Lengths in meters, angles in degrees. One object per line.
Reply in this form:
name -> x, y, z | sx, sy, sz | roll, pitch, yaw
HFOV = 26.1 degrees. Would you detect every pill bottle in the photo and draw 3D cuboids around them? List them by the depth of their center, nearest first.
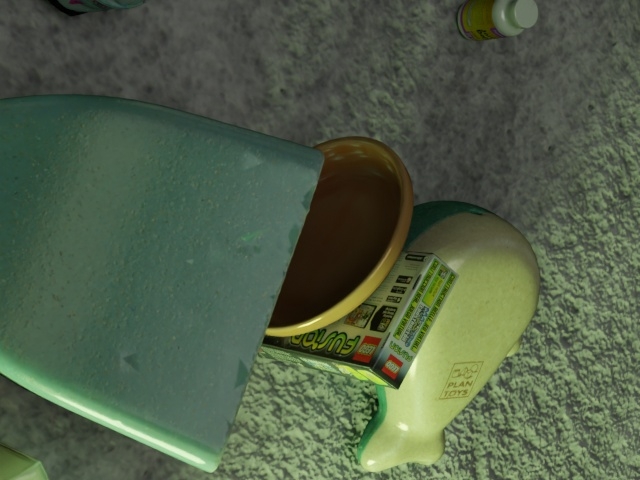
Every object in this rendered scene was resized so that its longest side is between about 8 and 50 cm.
pill bottle -> 0.177, -0.223, 1.373 | 0.043, 0.083, 0.043 | -2, 93, -32

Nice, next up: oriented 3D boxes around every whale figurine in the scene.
whale figurine -> 0.097, 0.088, 1.328 | 0.216, 0.141, 0.272 | -2, 117, -38

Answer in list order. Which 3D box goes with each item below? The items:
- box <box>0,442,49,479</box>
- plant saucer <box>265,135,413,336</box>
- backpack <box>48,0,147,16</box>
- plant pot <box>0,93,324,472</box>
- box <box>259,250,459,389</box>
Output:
box -> -0.245, 0.333, 1.103 | 0.148, 0.121, 0.311 | -27, 106, -29
plant saucer -> 0.000, 0.000, 1.204 | 0.037, 0.200, 0.200 | 44, 69, -38
backpack -> -0.194, -0.270, 1.113 | 0.152, 0.115, 0.182 | -41, 115, -28
plant pot -> -0.180, 0.015, 1.070 | 0.252, 0.248, 0.247 | 21, 81, -14
box -> 0.021, 0.060, 1.212 | 0.036, 0.207, 0.114 | 38, 73, -30
